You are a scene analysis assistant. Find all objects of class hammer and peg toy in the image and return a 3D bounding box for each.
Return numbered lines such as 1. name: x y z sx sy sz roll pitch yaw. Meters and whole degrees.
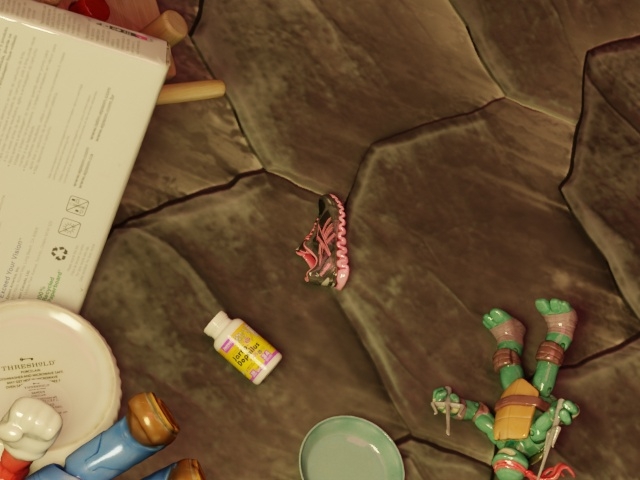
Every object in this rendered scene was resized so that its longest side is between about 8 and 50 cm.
1. hammer and peg toy: -0.267 -0.253 2.083 0.266 0.127 0.361 8 57 -48

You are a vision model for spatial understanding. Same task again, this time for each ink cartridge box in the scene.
1. ink cartridge box: -0.354 -0.098 1.897 0.330 0.324 0.071 17 29 -12

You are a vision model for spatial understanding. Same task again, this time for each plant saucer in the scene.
1. plant saucer: 0.031 0.246 2.028 0.119 0.021 0.119 9 59 -16

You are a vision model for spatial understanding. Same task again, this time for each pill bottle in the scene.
1. pill bottle: -0.085 0.114 2.042 0.083 0.043 0.043 40 56 4

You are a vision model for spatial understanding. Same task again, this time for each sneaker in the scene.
1. sneaker: 0.000 0.000 2.141 0.057 0.047 0.119 0 61 -8

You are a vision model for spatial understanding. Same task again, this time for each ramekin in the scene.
1. ramekin: -0.295 0.156 1.899 0.207 0.109 0.207 10 60 -17

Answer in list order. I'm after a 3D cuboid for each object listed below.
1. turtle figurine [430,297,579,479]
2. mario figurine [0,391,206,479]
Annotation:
1. turtle figurine: 0.213 0.180 2.084 0.175 0.118 0.234 -2 52 24
2. mario figurine: -0.262 0.275 1.752 0.320 0.170 0.198 -30 53 -1
